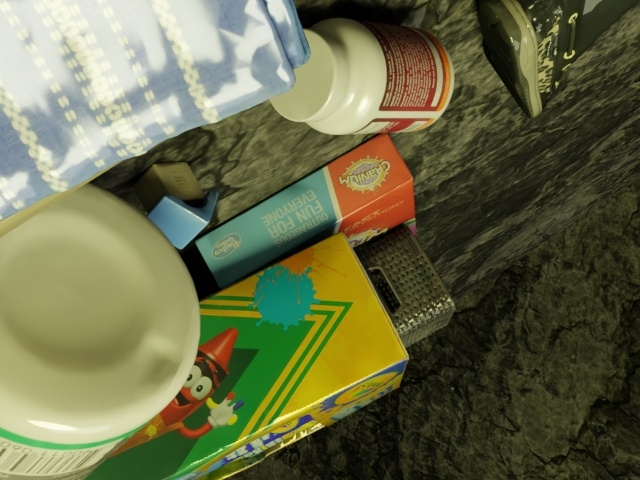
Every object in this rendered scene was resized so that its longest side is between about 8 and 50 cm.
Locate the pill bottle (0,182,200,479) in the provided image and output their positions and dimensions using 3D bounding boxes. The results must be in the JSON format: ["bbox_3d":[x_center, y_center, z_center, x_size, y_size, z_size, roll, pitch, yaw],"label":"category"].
[{"bbox_3d":[-0.265,0.124,0.679,0.204,0.204,0.361,-14,159,-47],"label":"pill bottle"}]

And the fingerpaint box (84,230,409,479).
[{"bbox_3d":[-0.090,0.187,1.060,0.371,0.163,0.445,-26,166,-3],"label":"fingerpaint box"}]

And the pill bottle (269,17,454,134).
[{"bbox_3d":[0.031,-0.124,0.646,0.086,0.086,0.152,-40,163,35],"label":"pill bottle"}]

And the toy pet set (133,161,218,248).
[{"bbox_3d":[-0.138,-0.013,0.740,0.114,0.065,0.122,-40,163,34],"label":"toy pet set"}]

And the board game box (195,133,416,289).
[{"bbox_3d":[0.000,0.000,1.053,0.242,0.064,0.316,-30,166,1],"label":"board game box"}]

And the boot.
[{"bbox_3d":[0.242,-0.207,0.780,0.179,0.085,0.236,-35,165,10],"label":"boot"}]

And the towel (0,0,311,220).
[{"bbox_3d":[-0.183,-0.076,0.283,0.336,0.040,0.243,-28,137,-4],"label":"towel"}]

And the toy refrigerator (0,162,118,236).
[{"bbox_3d":[-0.218,-0.030,0.443,0.269,0.094,0.102,-31,-173,6],"label":"toy refrigerator"}]

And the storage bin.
[{"bbox_3d":[0.106,0.067,1.107,0.084,0.122,0.180,-28,166,-4],"label":"storage bin"}]
